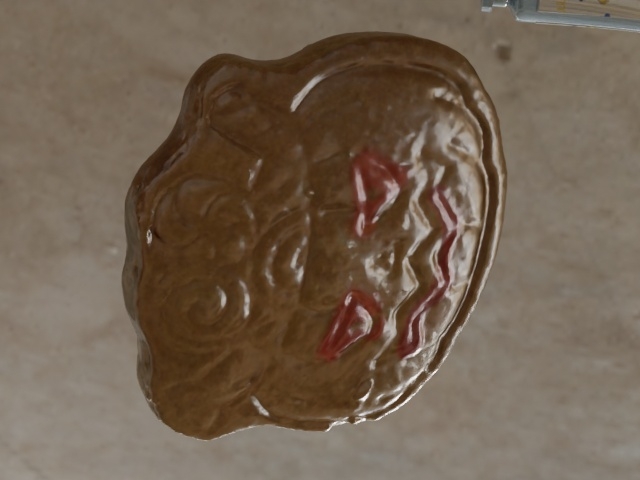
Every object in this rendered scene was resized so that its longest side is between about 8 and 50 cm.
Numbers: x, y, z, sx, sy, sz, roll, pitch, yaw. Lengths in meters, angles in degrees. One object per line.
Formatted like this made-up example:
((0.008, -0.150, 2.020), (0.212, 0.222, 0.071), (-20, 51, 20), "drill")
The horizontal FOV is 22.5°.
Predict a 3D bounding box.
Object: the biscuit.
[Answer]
((0.001, 0.001, 1.021), (0.257, 0.272, 0.049), (-3, -158, -25), "biscuit")

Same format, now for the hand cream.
((0.201, -0.175, 1.153), (0.171, 0.065, 0.043), (4, 164, 5), "hand cream")
